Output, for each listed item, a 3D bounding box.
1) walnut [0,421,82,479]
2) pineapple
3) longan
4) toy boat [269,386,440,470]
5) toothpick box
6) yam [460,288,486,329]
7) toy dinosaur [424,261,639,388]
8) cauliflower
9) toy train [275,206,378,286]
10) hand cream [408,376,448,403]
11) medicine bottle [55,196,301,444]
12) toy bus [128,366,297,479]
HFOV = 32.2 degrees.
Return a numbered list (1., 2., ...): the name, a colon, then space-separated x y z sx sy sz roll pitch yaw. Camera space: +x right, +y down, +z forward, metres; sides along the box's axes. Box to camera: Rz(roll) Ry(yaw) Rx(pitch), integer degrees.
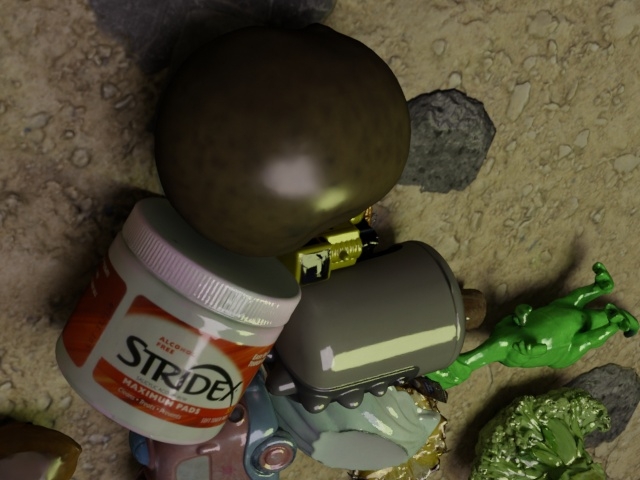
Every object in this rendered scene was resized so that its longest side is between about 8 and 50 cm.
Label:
1. walnut: -0.451 0.328 1.532 0.245 0.137 0.137 -22 130 -20
2. pineapple: 0.122 0.334 1.921 0.221 0.047 0.221 0 94 -5
3. longan: -0.046 -0.127 1.397 0.350 0.288 0.288 -14 127 -33
4. toy boat: 0.051 0.303 1.801 0.290 0.100 0.199 13 136 -17
5. toothpick box: 0.043 0.139 1.664 0.316 0.229 0.229 -13 126 -26
6. yam: 0.209 0.122 1.864 0.127 0.084 0.084 -1 121 -32
7. toy dinosaur: 0.408 0.214 2.034 0.374 0.144 0.500 -31 152 9
8. cauliflower: 0.428 0.422 2.102 0.272 0.250 0.275 0 115 -36
9. toy train: 0.000 0.000 1.608 0.219 0.127 0.089 -12 126 -26
10. hand cream: 0.146 0.213 1.828 0.039 0.163 0.062 -35 133 -16
11. medicine bottle: -0.190 0.106 1.468 0.252 0.252 0.241 19 107 -41
12. toy bus: -0.174 0.327 1.683 0.232 0.197 0.294 -8 127 -17
